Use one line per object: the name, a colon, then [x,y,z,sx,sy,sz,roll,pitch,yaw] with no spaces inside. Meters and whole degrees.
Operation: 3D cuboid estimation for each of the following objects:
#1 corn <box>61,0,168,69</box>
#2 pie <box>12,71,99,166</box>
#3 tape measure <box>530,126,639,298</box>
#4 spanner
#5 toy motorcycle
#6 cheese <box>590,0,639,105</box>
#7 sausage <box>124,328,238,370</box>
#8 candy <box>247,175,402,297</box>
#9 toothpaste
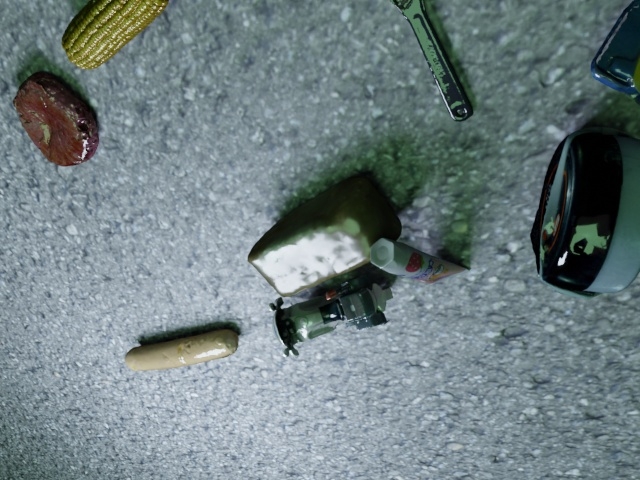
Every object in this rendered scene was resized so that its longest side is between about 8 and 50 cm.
corn: [-0.266,-0.289,0.654,0.207,0.068,0.068,-19,118,35]
pie: [-0.425,-0.188,0.811,0.153,0.038,0.154,11,127,15]
tape measure: [0.302,-0.029,0.564,0.107,0.181,0.182,8,127,10]
spanner: [0.130,-0.229,0.585,0.046,0.012,0.209,-18,118,30]
toy motorcycle: [0.005,0.122,0.825,0.221,0.150,0.102,-23,80,32]
cheese: [0.403,-0.137,0.494,0.270,0.069,0.177,32,97,2]
sausage: [-0.297,0.237,1.074,0.301,0.066,0.066,-18,118,31]
candy: [0.000,0.000,0.754,0.233,0.102,0.104,-26,113,36]
toothpaste: [0.139,0.037,0.716,0.067,0.043,0.194,-27,151,33]
